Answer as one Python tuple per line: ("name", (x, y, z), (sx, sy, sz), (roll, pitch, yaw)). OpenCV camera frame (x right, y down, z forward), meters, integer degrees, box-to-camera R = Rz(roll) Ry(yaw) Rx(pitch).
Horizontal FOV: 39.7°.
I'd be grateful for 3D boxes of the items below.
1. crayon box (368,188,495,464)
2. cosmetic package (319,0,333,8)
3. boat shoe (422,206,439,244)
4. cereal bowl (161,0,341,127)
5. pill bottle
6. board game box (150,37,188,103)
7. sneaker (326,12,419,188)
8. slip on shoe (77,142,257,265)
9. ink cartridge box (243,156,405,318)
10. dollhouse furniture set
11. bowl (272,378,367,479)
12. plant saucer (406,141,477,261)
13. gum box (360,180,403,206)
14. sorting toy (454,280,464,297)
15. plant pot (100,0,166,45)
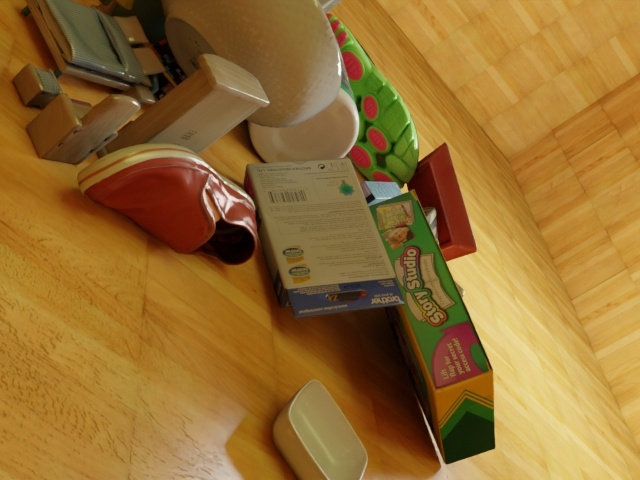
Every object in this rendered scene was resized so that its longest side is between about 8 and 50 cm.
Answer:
("crayon box", (0.187, 0.151, 1.510), (0.313, 0.106, 0.363), (75, -4, -55))
("cosmetic package", (-0.040, -0.522, 1.898), (0.113, 0.309, 0.160), (53, 20, -6))
("boat shoe", (0.194, 0.010, 1.936), (0.355, 0.132, 0.130), (-45, 126, -74))
("cereal bowl", (-0.131, -0.307, 1.346), (0.339, 0.141, 0.339), (41, -22, 21))
("pill bottle", (-0.051, -0.313, 1.712), (0.204, 0.204, 0.361), (40, 25, -37))
("board game box", (-0.223, -0.241, 1.435), (0.170, 0.048, 0.141), (51, 22, -14))
("sneaker", (0.113, -0.342, 2.167), (0.483, 0.185, 0.202), (65, 19, 14))
("slip on shoe", (-0.179, -0.040, 1.143), (0.331, 0.123, 0.101), (28, 38, -61))
("ink cartridge box", (0.000, 0.000, 1.415), (0.185, 0.065, 0.311), (-5, 50, -19))
("dollhouse furniture set", (-0.262, -0.268, 1.169), (0.303, 0.198, 0.286), (61, 20, 15))
("bowl", (-0.006, 0.265, 1.150), (0.142, 0.053, 0.142), (56, 19, -1))
("plant saucer", (0.273, -0.078, 2.100), (0.259, 0.047, 0.259), (144, -69, -78))
("gum box", (0.059, -0.051, 1.629), (0.041, 0.157, 0.184), (59, 21, 10))
("sorting toy", (0.251, 0.157, 1.711), (0.193, 0.038, 0.208), (-125, -155, -66))
("plant pot", (-0.270, -0.505, 1.518), (0.290, 0.195, 0.290), (46, 22, -25))
